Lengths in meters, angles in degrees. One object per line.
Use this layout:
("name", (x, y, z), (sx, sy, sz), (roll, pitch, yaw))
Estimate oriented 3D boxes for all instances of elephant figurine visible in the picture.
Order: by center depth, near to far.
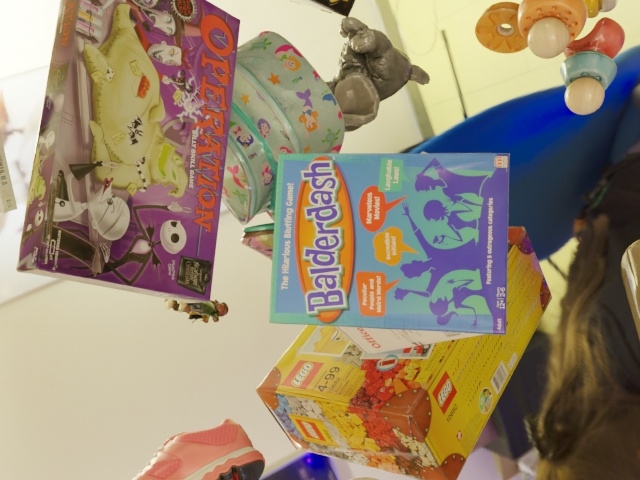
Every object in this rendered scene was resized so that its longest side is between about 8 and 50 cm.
("elephant figurine", (0.042, -0.265, 1.296), (0.186, 0.239, 0.169), (34, -177, 31))

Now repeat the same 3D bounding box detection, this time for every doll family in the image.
("doll family", (-0.227, 0.086, 1.272), (0.076, 0.111, 0.193), (-50, 46, 28))

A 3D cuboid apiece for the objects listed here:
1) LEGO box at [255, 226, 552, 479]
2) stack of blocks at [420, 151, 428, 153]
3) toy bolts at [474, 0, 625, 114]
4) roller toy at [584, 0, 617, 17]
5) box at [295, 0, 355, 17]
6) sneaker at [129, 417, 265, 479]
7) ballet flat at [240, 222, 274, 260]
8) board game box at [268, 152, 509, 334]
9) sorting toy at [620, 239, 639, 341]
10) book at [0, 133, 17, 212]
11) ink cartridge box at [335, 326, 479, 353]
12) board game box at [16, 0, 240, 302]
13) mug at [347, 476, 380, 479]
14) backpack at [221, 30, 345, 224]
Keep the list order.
("LEGO box", (0.178, 0.199, 1.418), (0.373, 0.500, 0.193), (-2, 126, 43))
("stack of blocks", (0.309, -0.095, 1.659), (0.171, 0.087, 0.297), (56, 173, -22))
("toy bolts", (0.368, -0.299, 1.150), (0.229, 0.158, 0.218), (30, 151, -25))
("roller toy", (0.573, -0.582, 1.511), (0.146, 0.209, 0.191), (7, 120, 26))
("box", (-0.083, -0.357, 0.903), (0.175, 0.220, 0.051), (35, 108, 47))
("sneaker", (-0.261, 0.416, 1.255), (0.115, 0.314, 0.136), (89, 155, -43))
("ballet flat", (0.000, 0.000, 0.837), (0.077, 0.222, 0.079), (1, 104, 39))
("board game box", (0.063, 0.002, 0.650), (0.047, 0.210, 0.160), (29, -118, -77))
("sorting toy", (0.326, 0.003, 0.490), (0.041, 0.229, 0.307), (55, -152, -26))
("book", (-0.376, -0.101, 0.751), (0.096, 0.035, 0.144), (2, 107, 26))
("ink cartridge box", (0.121, 0.074, 1.009), (0.218, 0.092, 0.158), (-17, 133, 32))
("board game box", (-0.190, -0.119, 0.761), (0.056, 0.208, 0.346), (-6, 75, 37))
("mug", (0.053, 0.294, 0.643), (0.150, 0.113, 0.169), (13, 143, 53))
("backpack", (-0.085, -0.160, 1.022), (0.225, 0.191, 0.253), (51, 150, 9))
